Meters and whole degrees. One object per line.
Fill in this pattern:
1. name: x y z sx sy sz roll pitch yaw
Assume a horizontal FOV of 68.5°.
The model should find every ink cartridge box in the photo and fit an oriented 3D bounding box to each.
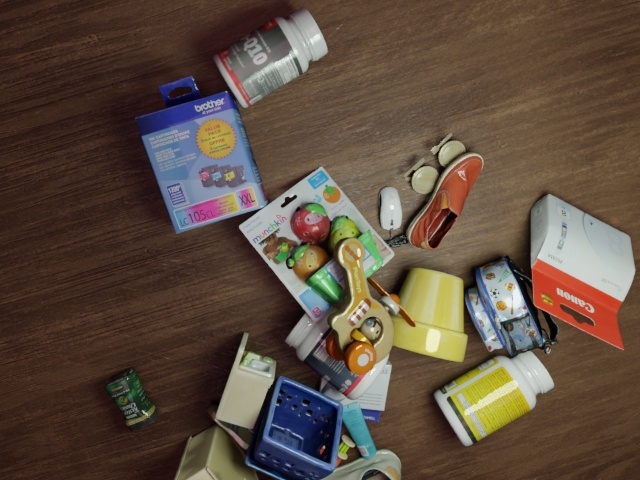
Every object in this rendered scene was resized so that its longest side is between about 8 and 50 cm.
1. ink cartridge box: 0.105 0.491 1.534 0.223 0.045 0.224 7 99 -4
2. ink cartridge box: -0.338 -0.250 1.340 0.270 0.151 0.395 -17 98 0
3. ink cartridge box: 0.763 0.078 1.362 0.308 0.385 0.091 26 140 -7

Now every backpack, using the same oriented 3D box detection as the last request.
1. backpack: 0.553 0.189 1.418 0.213 0.276 0.263 -17 97 13

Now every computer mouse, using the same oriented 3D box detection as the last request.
1. computer mouse: 0.216 -0.069 1.450 0.106 0.042 0.193 -7 100 -1

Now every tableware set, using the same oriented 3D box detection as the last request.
1. tableware set: 0.355 -0.225 1.434 0.194 0.039 0.128 -43 114 10

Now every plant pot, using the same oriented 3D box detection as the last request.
1. plant pot: 0.324 0.216 1.415 0.254 0.254 0.239 15 82 -5
2. plant pot: -0.087 0.599 1.436 0.236 0.236 0.212 27 123 -7

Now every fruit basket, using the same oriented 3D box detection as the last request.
1. fruit basket: 0.000 0.000 1.362 0.327 0.165 0.353 -38 93 -20

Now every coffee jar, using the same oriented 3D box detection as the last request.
1. coffee jar: -0.592 0.506 1.482 0.096 0.079 0.184 -24 100 1

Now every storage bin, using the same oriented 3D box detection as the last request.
1. storage bin: -0.307 0.744 1.445 0.123 0.262 0.260 -33 99 0

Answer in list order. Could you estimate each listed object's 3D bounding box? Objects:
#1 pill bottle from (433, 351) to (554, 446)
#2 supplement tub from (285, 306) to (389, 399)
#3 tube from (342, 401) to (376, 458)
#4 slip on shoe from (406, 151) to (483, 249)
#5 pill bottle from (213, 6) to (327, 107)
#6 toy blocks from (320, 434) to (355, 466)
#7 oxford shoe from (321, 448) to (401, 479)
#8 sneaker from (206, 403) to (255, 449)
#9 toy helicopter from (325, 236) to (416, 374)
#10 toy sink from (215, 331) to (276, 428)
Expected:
1. pill bottle: 0.546 0.485 1.485 0.334 0.188 0.188 -31 100 3
2. supplement tub: 0.050 0.323 1.411 0.272 0.191 0.191 38 96 7
3. tube: 0.124 0.620 1.540 0.080 0.052 0.207 -21 108 6
4. slip on shoe: 0.387 -0.111 1.405 0.123 0.101 0.331 29 97 -37
5. pill bottle: -0.135 -0.507 1.299 0.283 0.161 0.161 -31 100 2
6. toy blocks: 0.026 0.705 1.561 0.123 0.054 0.148 33 96 -7
7. oxford shoe: 0.068 0.846 1.551 0.449 0.130 0.169 -30 102 4
8. sneaker: -0.272 0.581 1.524 0.086 0.064 0.192 -42 99 -4
9. toy helicopter: 0.120 0.158 1.244 0.235 0.140 0.355 -17 103 -22
10. toy sink: -0.217 0.428 1.454 0.131 0.153 0.234 19 97 -6
